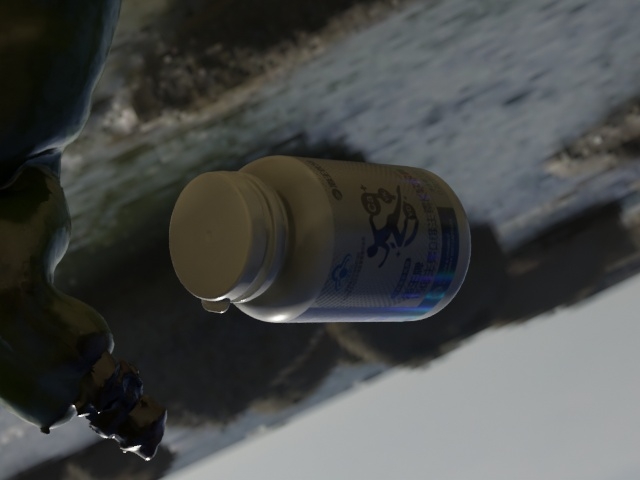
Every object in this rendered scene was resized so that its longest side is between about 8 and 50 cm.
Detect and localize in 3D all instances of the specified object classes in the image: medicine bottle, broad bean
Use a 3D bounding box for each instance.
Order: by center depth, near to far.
[{"bbox_3d":[-0.059,-0.051,0.364,0.061,0.195,0.046,3,-177,4],"label":"broad bean"},{"bbox_3d":[0.000,0.000,1.094,0.191,0.107,0.107,2,156,-44],"label":"medicine bottle"}]
